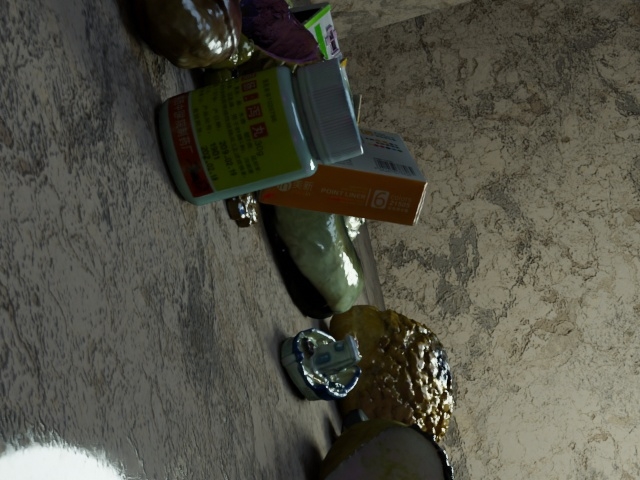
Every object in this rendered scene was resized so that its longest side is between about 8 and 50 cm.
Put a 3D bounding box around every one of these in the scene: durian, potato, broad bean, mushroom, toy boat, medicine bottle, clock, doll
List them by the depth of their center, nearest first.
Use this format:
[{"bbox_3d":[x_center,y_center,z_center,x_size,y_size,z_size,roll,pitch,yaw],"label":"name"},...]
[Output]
[{"bbox_3d":[-0.071,-0.133,1.280,0.139,0.225,0.139,-15,90,-85],"label":"medicine bottle"},{"bbox_3d":[-0.165,-0.292,1.316,0.228,0.122,0.156,-73,150,-84],"label":"broad bean"},{"bbox_3d":[-0.137,-0.246,1.567,0.137,0.097,0.209,-105,-179,-61],"label":"doll"},{"bbox_3d":[0.100,0.383,1.665,0.266,0.229,0.229,92,-17,-85],"label":"potato"},{"bbox_3d":[0.016,0.198,1.708,0.262,0.115,0.114,55,21,-71],"label":"toy boat"},{"bbox_3d":[-0.100,-0.318,1.784,0.260,0.154,0.186,50,-26,37],"label":"durian"},{"bbox_3d":[0.002,-0.001,1.923,0.247,0.130,0.344,-80,158,-48],"label":"mushroom"},{"bbox_3d":[-0.030,-0.272,2.023,0.235,0.166,0.309,-55,135,-56],"label":"clock"}]

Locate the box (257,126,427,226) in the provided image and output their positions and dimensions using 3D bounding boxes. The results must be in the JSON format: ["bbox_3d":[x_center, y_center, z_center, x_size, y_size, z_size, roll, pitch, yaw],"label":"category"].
[{"bbox_3d":[0.020,-0.125,1.752,0.221,0.274,0.091,-105,-152,-62],"label":"box"}]

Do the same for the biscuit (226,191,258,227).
[{"bbox_3d":[-0.120,-0.078,1.599,0.175,0.026,0.124,-82,155,-74],"label":"biscuit"}]

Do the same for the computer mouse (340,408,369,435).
[{"bbox_3d":[0.083,0.428,1.870,0.137,0.086,0.269,58,9,-49],"label":"computer mouse"}]

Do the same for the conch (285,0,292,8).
[{"bbox_3d":[-0.134,-0.593,2.080,0.203,0.170,0.386,20,-53,62],"label":"conch"}]

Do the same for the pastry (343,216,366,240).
[{"bbox_3d":[0.011,-0.052,2.123,0.088,0.166,0.166,21,50,-49],"label":"pastry"}]

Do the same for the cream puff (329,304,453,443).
[{"bbox_3d":[0.153,0.279,2.176,0.327,0.231,0.343,-72,147,-72],"label":"cream puff"}]
